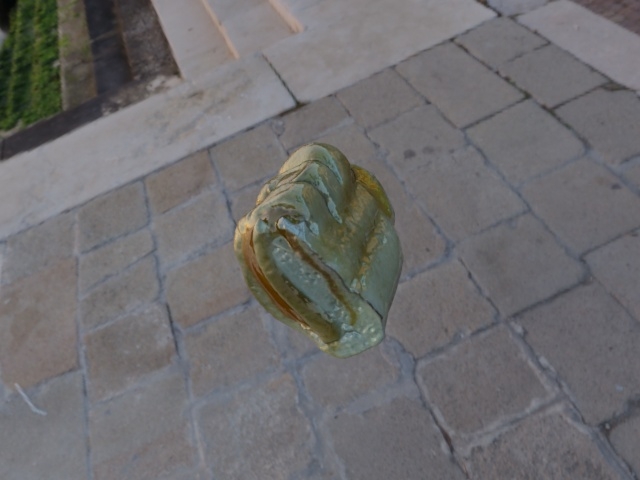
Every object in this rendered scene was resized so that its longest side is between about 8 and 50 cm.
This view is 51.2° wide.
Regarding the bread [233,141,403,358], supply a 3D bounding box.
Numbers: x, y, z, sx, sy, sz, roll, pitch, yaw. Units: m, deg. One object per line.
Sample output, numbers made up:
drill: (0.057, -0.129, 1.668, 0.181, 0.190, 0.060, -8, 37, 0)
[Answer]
bread: (0.000, 0.000, 1.180, 0.210, 0.300, 0.341, -26, 27, 33)
